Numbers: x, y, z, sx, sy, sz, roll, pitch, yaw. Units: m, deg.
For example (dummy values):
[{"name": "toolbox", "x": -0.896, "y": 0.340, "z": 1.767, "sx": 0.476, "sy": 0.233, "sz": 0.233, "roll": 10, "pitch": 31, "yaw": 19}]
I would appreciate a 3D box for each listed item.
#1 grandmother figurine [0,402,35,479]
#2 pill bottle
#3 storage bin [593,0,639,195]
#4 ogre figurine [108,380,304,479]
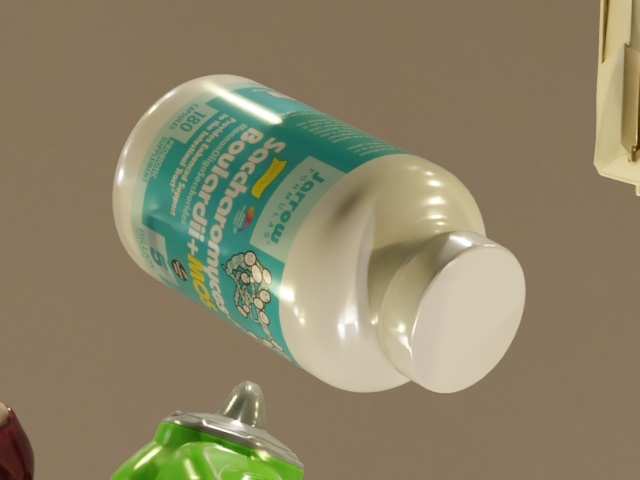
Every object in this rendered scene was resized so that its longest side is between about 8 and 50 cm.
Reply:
[{"name": "grandmother figurine", "x": -0.264, "y": 0.149, "z": 1.172, "sx": 0.342, "sy": 0.208, "sz": 0.104, "roll": 30, "pitch": -138, "yaw": -18}, {"name": "pill bottle", "x": 0.000, "y": 0.000, "z": 1.118, "sx": 0.146, "sy": 0.146, "sz": 0.264, "roll": -47, "pitch": -136, "yaw": -16}, {"name": "storage bin", "x": 0.329, "y": -0.155, "z": 1.238, "sx": 0.260, "sy": 0.123, "sz": 0.262, "roll": 9, "pitch": -107, "yaw": -12}, {"name": "ogre figurine", "x": -0.043, "y": 0.113, "z": 0.345, "sx": 0.097, "sy": 0.197, "sz": 0.118, "roll": 4, "pitch": -146, "yaw": 0}]
